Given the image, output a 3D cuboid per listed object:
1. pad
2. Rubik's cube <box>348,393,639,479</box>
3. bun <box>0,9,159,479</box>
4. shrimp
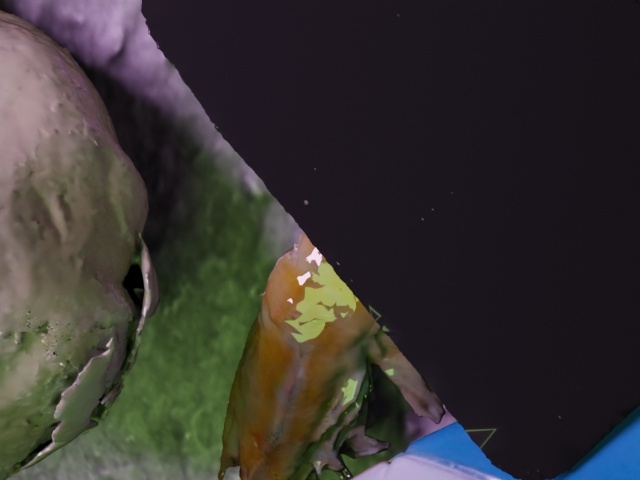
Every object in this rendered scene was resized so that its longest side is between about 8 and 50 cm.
[{"bbox_3d":[0.000,0.005,0.384,0.323,0.055,0.250,-37,99,7],"label":"pad"},{"bbox_3d":[0.092,0.177,0.453,0.254,0.254,0.255,10,119,18],"label":"Rubik's cube"},{"bbox_3d":[-0.167,0.008,0.469,0.239,0.141,0.239,-9,78,44],"label":"bun"},{"bbox_3d":[0.039,0.086,0.497,0.173,0.058,0.253,15,120,6],"label":"shrimp"}]
